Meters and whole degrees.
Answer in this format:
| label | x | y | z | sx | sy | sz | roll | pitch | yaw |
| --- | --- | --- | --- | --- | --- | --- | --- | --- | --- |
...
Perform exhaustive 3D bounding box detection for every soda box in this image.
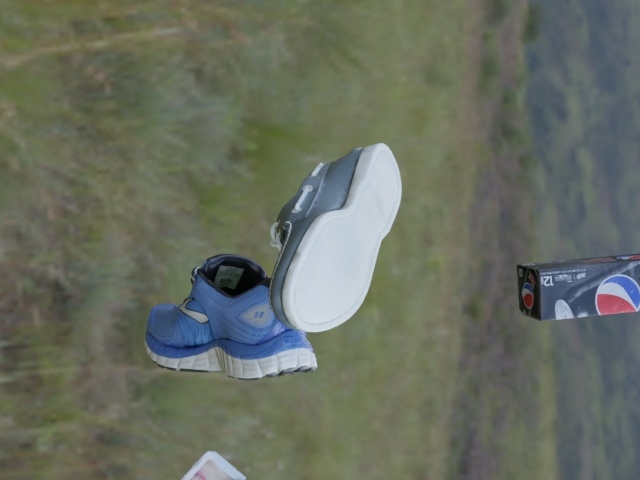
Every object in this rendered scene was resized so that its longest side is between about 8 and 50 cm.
| label | x | y | z | sx | sy | sz | roll | pitch | yaw |
| --- | --- | --- | --- | --- | --- | --- | --- | --- | --- |
| soda box | 0.288 | 0.045 | 1.535 | 0.060 | 0.169 | 0.053 | -161 | -113 | -75 |

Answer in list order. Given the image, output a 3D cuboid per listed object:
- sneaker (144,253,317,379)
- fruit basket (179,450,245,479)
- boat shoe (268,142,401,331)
| label | x | y | z | sx | sy | sz | roll | pitch | yaw |
| --- | --- | --- | --- | --- | --- | --- | --- | --- | --- |
| sneaker | -0.115 | 0.089 | 1.890 | 0.330 | 0.129 | 0.147 | -2 | -89 | 54 |
| fruit basket | -0.133 | 0.484 | 1.818 | 0.327 | 0.353 | 0.165 | 44 | -10 | -11 |
| boat shoe | 0.000 | 0.000 | 1.682 | 0.116 | 0.099 | 0.319 | 67 | 31 | -27 |
